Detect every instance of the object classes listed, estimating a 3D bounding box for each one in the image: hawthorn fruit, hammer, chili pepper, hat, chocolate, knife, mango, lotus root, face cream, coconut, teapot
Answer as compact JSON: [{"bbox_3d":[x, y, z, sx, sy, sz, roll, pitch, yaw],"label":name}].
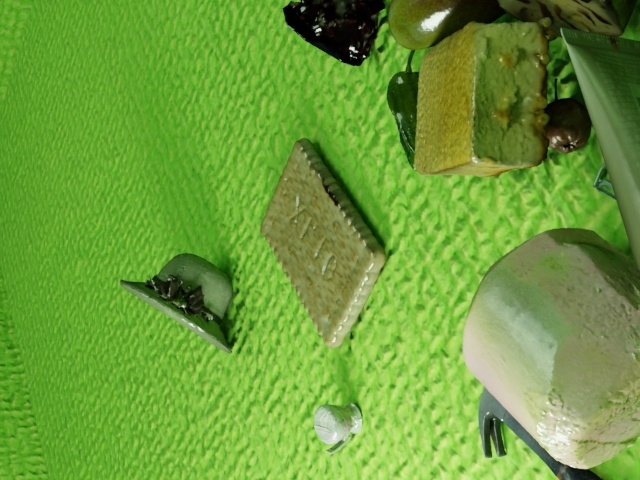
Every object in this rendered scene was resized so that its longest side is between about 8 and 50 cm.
[{"bbox_3d":[0.294,-0.157,1.418,0.067,0.067,0.103,-49,48,48],"label":"hawthorn fruit"},{"bbox_3d":[0.290,0.274,1.444,0.290,0.037,0.137,49,129,48],"label":"hammer"},{"bbox_3d":[0.134,-0.197,1.686,0.072,0.073,0.204,132,133,-66],"label":"chili pepper"},{"bbox_3d":[-0.248,0.098,2.230,0.130,0.257,0.257,-59,31,-9],"label":"hat"},{"bbox_3d":[0.038,-0.367,1.798,0.133,0.156,0.156,-55,42,19],"label":"chocolate"},{"bbox_3d":[0.388,-0.045,1.307,0.212,0.015,0.054,42,117,52],"label":"knife"},{"bbox_3d":[0.196,-0.341,1.495,0.267,0.133,0.111,-42,34,25],"label":"mango"},{"bbox_3d":[0.302,-0.345,1.340,0.188,0.199,0.180,27,78,30],"label":"lotus root"},{"bbox_3d":[0.350,-0.078,1.224,0.084,0.137,0.341,-47,47,53],"label":"face cream"},{"bbox_3d":[0.280,0.104,1.306,0.245,0.233,0.233,52,133,37],"label":"coconut"},{"bbox_3d":[0.029,0.300,1.855,0.064,0.064,0.083,18,110,51],"label":"teapot"}]

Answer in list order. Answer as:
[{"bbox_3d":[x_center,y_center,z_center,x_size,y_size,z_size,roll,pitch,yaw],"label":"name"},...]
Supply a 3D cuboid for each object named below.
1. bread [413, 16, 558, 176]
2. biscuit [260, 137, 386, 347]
[{"bbox_3d":[0.202,-0.172,1.461,0.275,0.114,0.184,178,96,-79],"label":"bread"},{"bbox_3d":[0.000,0.000,1.925,0.325,0.044,0.217,57,135,42],"label":"biscuit"}]
